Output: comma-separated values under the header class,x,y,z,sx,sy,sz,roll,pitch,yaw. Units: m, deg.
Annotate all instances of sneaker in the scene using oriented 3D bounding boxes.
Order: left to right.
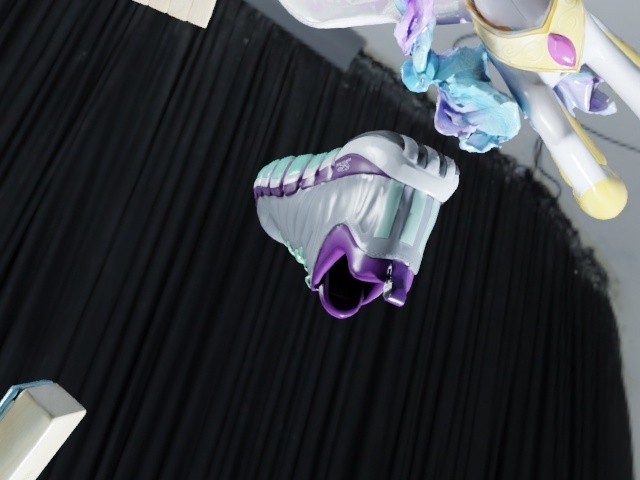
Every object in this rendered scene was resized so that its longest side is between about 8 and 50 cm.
class,x,y,z,sx,sy,sz,roll,pitch,yaw
sneaker,0.000,0.000,0.569,0.083,0.098,0.223,21,166,-18

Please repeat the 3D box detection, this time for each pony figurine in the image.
class,x,y,z,sx,sy,sz,roll,pitch,yaw
pony figurine,0.141,-0.193,0.667,0.302,0.351,0.363,-38,123,19

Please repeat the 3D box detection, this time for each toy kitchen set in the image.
class,x,y,z,sx,sy,sz,roll,pitch,yaw
toy kitchen set,-0.297,0.122,0.610,0.166,0.122,0.207,39,-176,11

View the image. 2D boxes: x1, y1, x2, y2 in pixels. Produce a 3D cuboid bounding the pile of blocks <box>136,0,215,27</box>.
class,x,y,z,sx,sy,sz,roll,pitch,yaw
pile of blocks,-0.144,-0.377,0.812,0.148,0.113,0.362,5,142,10
